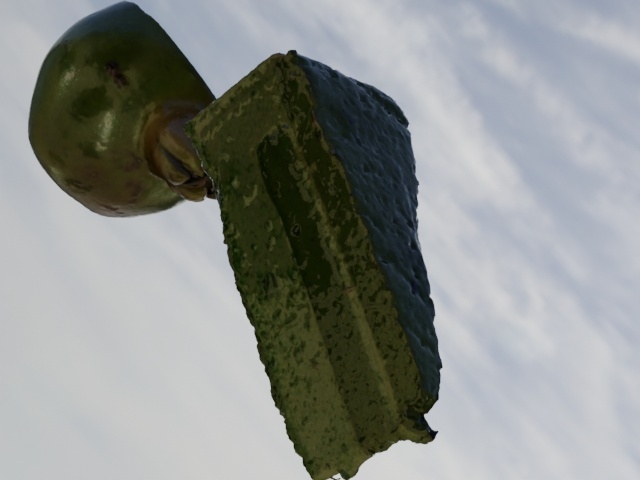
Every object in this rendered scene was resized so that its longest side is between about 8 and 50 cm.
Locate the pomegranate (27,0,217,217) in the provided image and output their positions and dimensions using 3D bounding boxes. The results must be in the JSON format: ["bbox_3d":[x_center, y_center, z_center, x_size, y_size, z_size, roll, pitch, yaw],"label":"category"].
[{"bbox_3d":[-0.164,-0.088,1.601,0.241,0.159,0.190,44,-10,20],"label":"pomegranate"}]

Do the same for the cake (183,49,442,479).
[{"bbox_3d":[-0.007,0.009,0.951,0.099,0.100,0.235,30,39,-35],"label":"cake"}]
